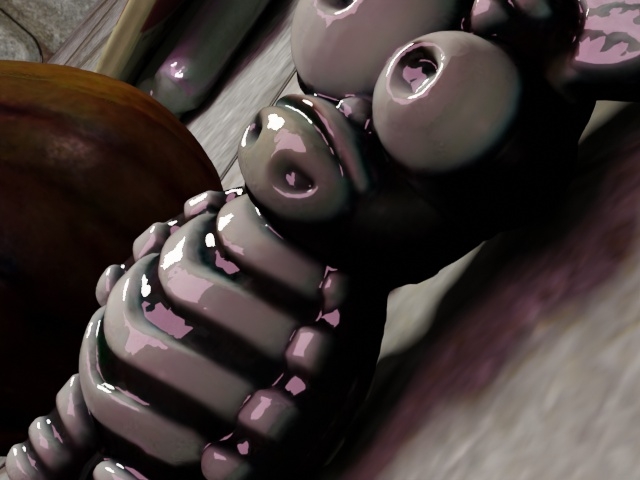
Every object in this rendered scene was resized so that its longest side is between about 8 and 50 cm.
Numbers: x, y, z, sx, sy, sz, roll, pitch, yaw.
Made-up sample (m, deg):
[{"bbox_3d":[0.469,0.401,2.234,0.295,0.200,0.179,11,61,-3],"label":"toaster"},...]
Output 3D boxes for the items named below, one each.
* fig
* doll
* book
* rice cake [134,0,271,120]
[{"bbox_3d":[-0.121,0.001,0.577,0.149,0.202,0.148,33,97,41],"label":"fig"},{"bbox_3d":[0.003,-0.005,0.394,0.219,0.067,0.091,-46,43,7],"label":"doll"},{"bbox_3d":[-0.113,-0.131,1.043,0.232,0.022,0.162,-59,-1,26],"label":"book"},{"bbox_3d":[-0.050,-0.161,1.034,0.221,0.042,0.080,-58,11,-31],"label":"rice cake"}]
